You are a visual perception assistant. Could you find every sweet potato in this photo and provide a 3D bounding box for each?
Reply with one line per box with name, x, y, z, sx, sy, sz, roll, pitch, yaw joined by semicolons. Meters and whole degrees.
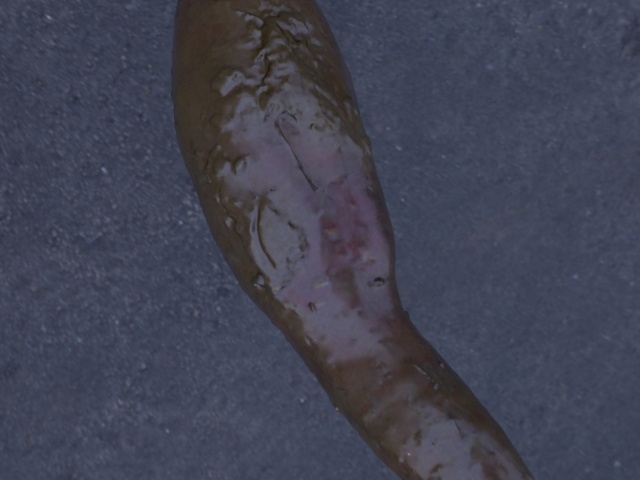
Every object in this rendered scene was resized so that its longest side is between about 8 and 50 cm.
sweet potato;0.000;0.000;0.476;0.109;0.385;0.109;-21;164;-6
